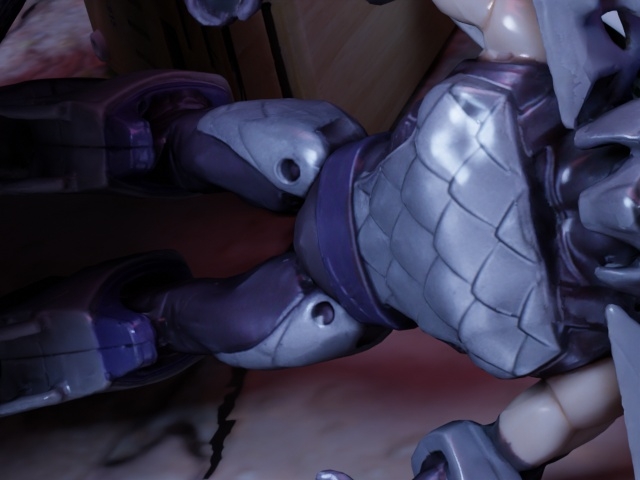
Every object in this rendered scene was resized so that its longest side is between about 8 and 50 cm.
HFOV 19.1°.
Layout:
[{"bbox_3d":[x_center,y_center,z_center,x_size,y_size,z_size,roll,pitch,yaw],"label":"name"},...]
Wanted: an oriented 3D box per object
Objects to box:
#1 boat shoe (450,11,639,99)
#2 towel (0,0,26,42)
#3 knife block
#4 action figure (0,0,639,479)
[{"bbox_3d":[0.093,-0.066,0.627,0.075,0.083,0.226,-27,32,-24],"label":"boat shoe"},{"bbox_3d":[-0.133,-0.055,0.589,0.040,0.243,0.336,32,36,-9],"label":"towel"},{"bbox_3d":[0.027,-0.135,0.770,0.242,0.088,0.275,-24,30,-15],"label":"knife block"},{"bbox_3d":[0.000,0.000,0.481,0.099,0.185,0.285,-5,1,-42],"label":"action figure"}]
